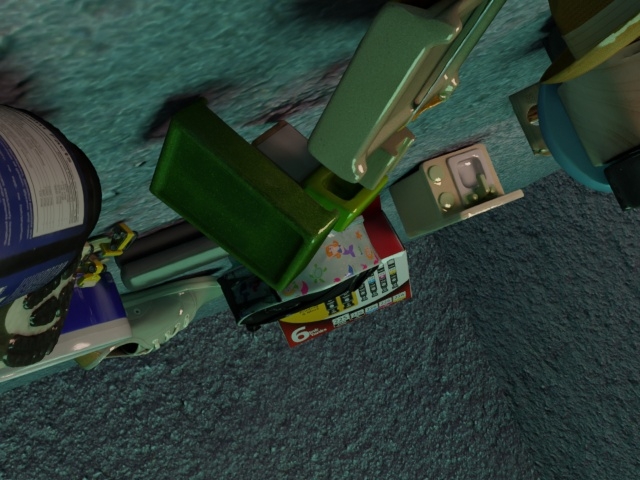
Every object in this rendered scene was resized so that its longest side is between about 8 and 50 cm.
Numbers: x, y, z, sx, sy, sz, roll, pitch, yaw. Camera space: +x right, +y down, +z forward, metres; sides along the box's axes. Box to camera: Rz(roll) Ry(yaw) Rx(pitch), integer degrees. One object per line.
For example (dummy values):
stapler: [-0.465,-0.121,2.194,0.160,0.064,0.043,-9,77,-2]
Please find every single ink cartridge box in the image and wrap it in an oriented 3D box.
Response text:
ink cartridge box: [0.027,0.069,1.514,0.310,0.130,0.271,-23,144,-4]

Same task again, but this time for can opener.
can opener: [-0.156,-0.017,0.983,0.280,0.074,0.093,-23,140,-9]

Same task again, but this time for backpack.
backpack: [-0.030,0.034,1.213,0.254,0.191,0.225,-18,180,34]

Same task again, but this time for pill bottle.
pill bottle: [-0.203,-0.019,0.389,0.123,0.122,0.219,-23,-174,3]

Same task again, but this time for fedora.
fedora: [0.224,-0.203,0.525,0.194,0.079,0.194,-42,-176,4]

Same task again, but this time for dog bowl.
dog bowl: [-0.414,0.132,0.989,0.265,0.104,0.265,-19,176,-1]

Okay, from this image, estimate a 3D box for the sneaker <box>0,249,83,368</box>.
sneaker: [-0.323,0.029,0.557,0.410,0.182,0.158,-65,176,-79]

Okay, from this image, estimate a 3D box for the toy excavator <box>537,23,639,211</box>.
toy excavator: [0.479,-0.203,0.920,0.433,0.222,0.445,-24,176,2]

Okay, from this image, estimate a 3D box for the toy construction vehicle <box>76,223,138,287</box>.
toy construction vehicle: [-0.282,0.016,0.840,0.098,0.035,0.086,-48,162,21]

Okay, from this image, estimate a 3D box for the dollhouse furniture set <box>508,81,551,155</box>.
dollhouse furniture set: [0.407,-0.209,1.121,0.161,0.101,0.182,-25,173,19]

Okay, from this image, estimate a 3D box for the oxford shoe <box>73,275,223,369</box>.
oxford shoe: [-0.365,0.172,1.501,0.169,0.130,0.449,-29,172,36]

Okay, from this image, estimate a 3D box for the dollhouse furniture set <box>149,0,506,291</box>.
dollhouse furniture set: [0.012,-0.132,0.556,0.197,0.151,0.301,-45,172,-42]

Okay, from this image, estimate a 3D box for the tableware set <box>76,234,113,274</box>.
tableware set: [-0.341,0.035,0.902,0.169,0.020,0.141,-19,173,-26]

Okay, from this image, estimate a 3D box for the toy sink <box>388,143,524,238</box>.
toy sink: [0.264,-0.103,1.385,0.153,0.131,0.234,-21,178,-19]
